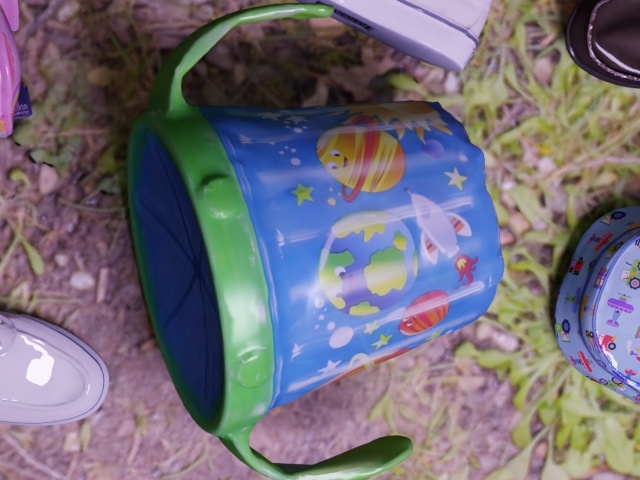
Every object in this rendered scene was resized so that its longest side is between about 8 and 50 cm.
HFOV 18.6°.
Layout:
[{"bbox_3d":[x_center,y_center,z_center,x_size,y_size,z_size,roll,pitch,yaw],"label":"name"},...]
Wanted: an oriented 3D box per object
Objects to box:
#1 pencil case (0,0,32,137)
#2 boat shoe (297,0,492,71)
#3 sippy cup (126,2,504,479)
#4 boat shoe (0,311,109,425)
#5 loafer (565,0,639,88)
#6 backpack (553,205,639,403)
[{"bbox_3d":[-0.351,-0.119,1.383,0.284,0.124,0.124,-7,94,-8],"label":"pencil case"},{"bbox_3d":[0.010,-0.216,1.443,0.258,0.095,0.084,27,85,-19],"label":"boat shoe"},{"bbox_3d":[0.000,0.000,1.391,0.224,0.240,0.305,-14,134,-17],"label":"sippy cup"},{"bbox_3d":[-0.265,0.087,1.422,0.226,0.076,0.083,14,91,-8],"label":"boat shoe"},{"bbox_3d":[0.296,-0.151,1.483,0.220,0.078,0.080,6,92,-8],"label":"loafer"},{"bbox_3d":[0.272,0.055,1.474,0.173,0.117,0.158,23,89,-5],"label":"backpack"}]
